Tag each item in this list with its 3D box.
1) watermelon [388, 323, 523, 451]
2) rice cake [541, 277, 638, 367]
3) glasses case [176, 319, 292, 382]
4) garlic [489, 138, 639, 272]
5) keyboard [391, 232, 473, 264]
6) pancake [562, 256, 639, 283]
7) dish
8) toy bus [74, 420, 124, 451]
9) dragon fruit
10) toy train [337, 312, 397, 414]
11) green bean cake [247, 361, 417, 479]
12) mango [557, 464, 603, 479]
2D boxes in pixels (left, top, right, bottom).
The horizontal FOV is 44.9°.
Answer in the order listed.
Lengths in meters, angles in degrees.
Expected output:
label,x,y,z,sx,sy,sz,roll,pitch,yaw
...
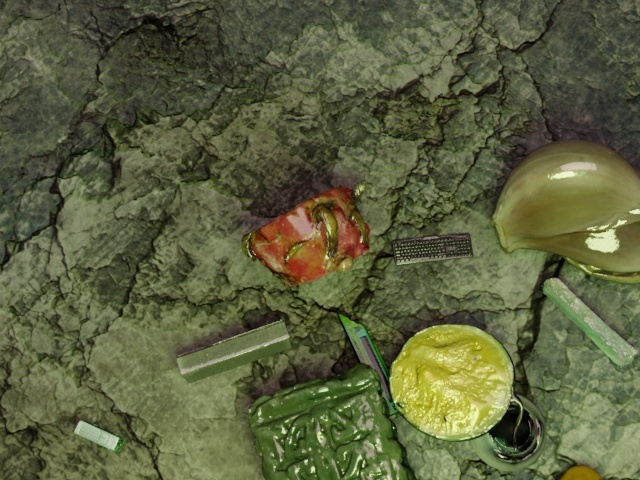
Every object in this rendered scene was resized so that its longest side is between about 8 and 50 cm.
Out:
label,x,y,z,sx,sy,sz,roll,pitch,yaw
watermelon,0.239,0.256,1.358,0.232,0.127,0.204,7,67,14
rice cake,0.498,0.149,1.441,0.034,0.043,0.211,-38,75,-19
glasses case,-0.156,0.201,1.415,0.205,0.071,0.047,-18,68,-5
garlic,0.496,-0.054,1.388,0.340,0.231,0.245,26,78,22
keyboard,0.219,0.016,1.508,0.155,0.010,0.053,-6,69,-1
pancake,0.576,-0.031,1.509,0.250,0.031,0.250,0,70,1
dish,0.337,0.331,1.360,0.141,0.078,0.141,0,71,0
toy bus,-0.394,0.349,1.382,0.083,0.037,0.031,22,73,7
dragon fruit,0.000,0.000,1.418,0.282,0.211,0.147,-25,85,-26
toy train,0.092,0.220,1.419,0.042,0.044,0.209,-22,72,-7
green bean cake,0.018,0.352,1.311,0.241,0.132,0.255,-21,71,11
mango,0.422,0.467,1.309,0.178,0.090,0.115,-33,66,-19
